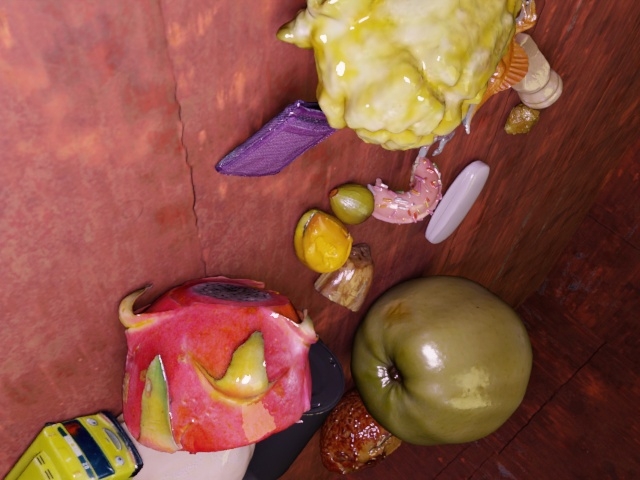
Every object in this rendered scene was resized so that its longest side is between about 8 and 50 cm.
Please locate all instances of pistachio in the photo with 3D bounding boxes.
[{"bbox_3d":[-0.233,0.349,1.010,0.332,0.226,0.207,-35,-161,28],"label":"pistachio"}]

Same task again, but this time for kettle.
[{"bbox_3d":[-0.102,0.344,1.299,0.203,0.262,0.308,9,130,-21],"label":"kettle"}]

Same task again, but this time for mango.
[{"bbox_3d":[0.000,0.000,1.052,0.101,0.066,0.187,-37,149,-3],"label":"mango"}]

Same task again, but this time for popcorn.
[{"bbox_3d":[0.089,-0.238,0.647,0.258,0.224,0.270,-31,115,-41],"label":"popcorn"}]

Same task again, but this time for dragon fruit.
[{"bbox_3d":[-0.138,0.151,0.839,0.291,0.291,0.189,-15,110,-49],"label":"dragon fruit"}]

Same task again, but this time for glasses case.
[{"bbox_3d":[0.328,-0.090,1.444,0.092,0.059,0.233,-14,140,-47],"label":"glasses case"}]

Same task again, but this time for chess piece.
[{"bbox_3d":[0.418,-0.343,1.210,0.200,0.090,0.090,19,111,-52],"label":"chess piece"}]

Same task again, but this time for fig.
[{"bbox_3d":[0.051,-0.066,1.033,0.088,0.074,0.074,22,110,-40],"label":"fig"}]

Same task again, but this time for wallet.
[{"bbox_3d":[-0.046,-0.125,0.754,0.166,0.030,0.111,-31,170,39],"label":"wallet"}]

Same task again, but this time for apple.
[{"bbox_3d":[0.297,0.306,1.545,0.474,0.474,0.473,-37,153,-22],"label":"apple"}]

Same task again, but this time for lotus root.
[{"bbox_3d":[0.065,0.082,1.246,0.159,0.095,0.135,-10,133,-61],"label":"lotus root"}]

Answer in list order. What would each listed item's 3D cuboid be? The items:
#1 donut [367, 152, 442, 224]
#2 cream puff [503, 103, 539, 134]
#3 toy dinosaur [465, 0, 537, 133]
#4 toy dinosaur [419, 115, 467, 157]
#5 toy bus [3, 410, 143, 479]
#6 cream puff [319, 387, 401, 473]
[{"bbox_3d":[0.170,-0.090,1.129,0.166,0.117,0.065,-42,159,-13],"label":"donut"},{"bbox_3d":[0.466,-0.285,1.388,0.083,0.083,0.058,46,42,-55],"label":"cream puff"},{"bbox_3d":[0.302,-0.298,1.031,0.143,0.057,0.211,-7,105,-3],"label":"toy dinosaur"},{"bbox_3d":[0.223,-0.234,1.075,0.167,0.053,0.242,-44,155,-9],"label":"toy dinosaur"},{"bbox_3d":[-0.408,0.396,0.907,0.262,0.128,0.150,-51,155,9],"label":"toy bus"},{"bbox_3d":[0.135,0.607,1.960,0.351,0.228,0.350,-33,175,-3],"label":"cream puff"}]
